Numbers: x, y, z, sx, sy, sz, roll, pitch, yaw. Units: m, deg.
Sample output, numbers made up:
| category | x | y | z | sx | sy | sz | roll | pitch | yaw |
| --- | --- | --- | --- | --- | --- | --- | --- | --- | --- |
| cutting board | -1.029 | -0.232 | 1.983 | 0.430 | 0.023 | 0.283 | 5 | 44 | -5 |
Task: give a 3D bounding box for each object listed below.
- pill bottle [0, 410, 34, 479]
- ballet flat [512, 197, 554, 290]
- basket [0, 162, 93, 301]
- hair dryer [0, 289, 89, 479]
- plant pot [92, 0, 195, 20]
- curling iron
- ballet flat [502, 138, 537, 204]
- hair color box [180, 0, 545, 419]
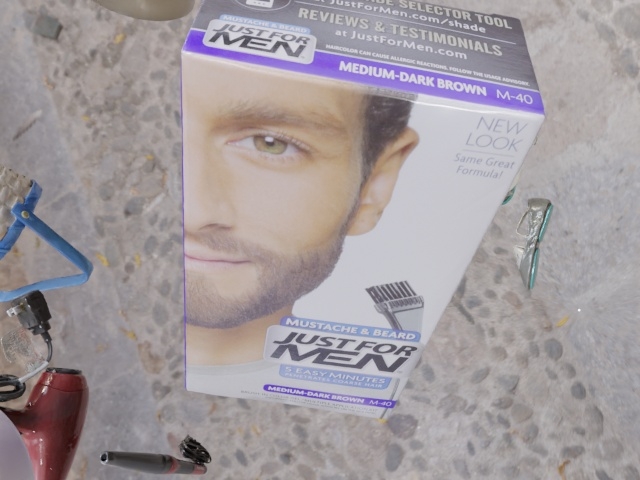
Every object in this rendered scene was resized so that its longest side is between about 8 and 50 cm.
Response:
| category | x | y | z | sx | sy | sz | roll | pitch | yaw |
| --- | --- | --- | --- | --- | --- | --- | --- | --- | --- |
| pill bottle | -0.343 | 0.208 | 0.397 | 0.162 | 0.278 | 0.162 | 3 | 96 | 24 |
| ballet flat | 0.480 | 0.006 | 1.424 | 0.068 | 0.072 | 0.214 | 14 | 93 | 28 |
| basket | -0.551 | -0.006 | 1.014 | 0.254 | 0.289 | 0.201 | -13 | 40 | 22 |
| hair dryer | -0.413 | 0.232 | 0.814 | 0.080 | 0.223 | 0.294 | -3 | 115 | 42 |
| plant pot | -0.393 | -0.646 | 1.352 | 0.284 | 0.284 | 0.191 | 50 | 136 | 20 |
| curling iron | -0.249 | 0.336 | 0.952 | 0.068 | 0.274 | 0.035 | 42 | 91 | 25 |
| ballet flat | 0.381 | -0.179 | 1.212 | 0.087 | 0.083 | 0.248 | 46 | 125 | 57 |
| hair color box | 0.000 | 0.000 | 0.448 | 0.185 | 0.339 | 0.110 | 9 | 46 | -3 |
